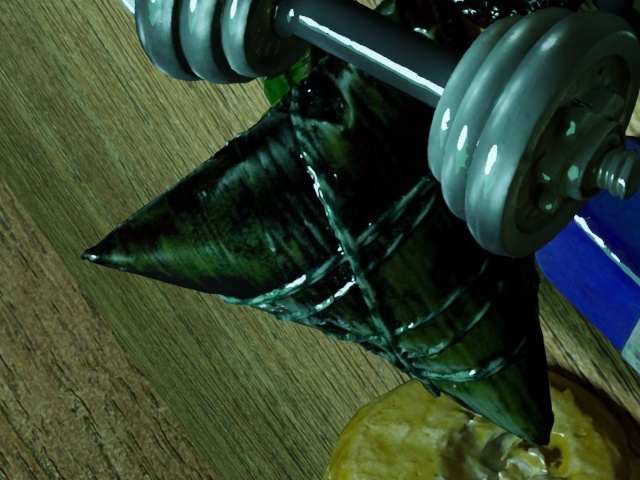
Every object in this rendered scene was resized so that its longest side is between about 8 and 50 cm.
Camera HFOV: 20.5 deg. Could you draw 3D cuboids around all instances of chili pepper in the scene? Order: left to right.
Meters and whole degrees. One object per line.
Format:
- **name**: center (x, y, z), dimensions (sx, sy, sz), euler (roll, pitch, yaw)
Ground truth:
- **chili pepper**: center (-0.037, -0.179, 1.700), dimensions (0.108, 0.062, 0.216), euler (50, 164, 23)

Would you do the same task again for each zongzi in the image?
- **zongzi**: center (0.000, 0.000, 1.503), dimensions (0.319, 0.362, 0.383), euler (58, 175, 46)

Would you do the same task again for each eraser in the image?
- **eraser**: center (0.308, 0.081, 1.324), dimensions (0.332, 0.101, 0.155), euler (46, 163, 16)

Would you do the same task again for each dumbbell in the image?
- **dumbbell**: center (0.043, -0.132, 1.213), dimensions (0.406, 0.179, 0.179), euler (31, 155, 24)

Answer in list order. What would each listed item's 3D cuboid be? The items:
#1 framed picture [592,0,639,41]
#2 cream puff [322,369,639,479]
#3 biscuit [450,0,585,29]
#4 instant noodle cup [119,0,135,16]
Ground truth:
- **framed picture**: center (0.310, -0.115, 1.070), dimensions (0.347, 0.016, 0.265), euler (43, 161, 19)
- **cream puff**: center (0.159, 0.281, 1.693), dimensions (0.231, 0.327, 0.343), euler (89, 157, -47)
- **biscuit**: center (0.114, -0.224, 1.253), dimensions (0.194, 0.053, 0.194), euler (41, 160, 18)
- **instant noodle cup**: center (-0.075, -0.262, 1.427), dimensions (0.230, 0.182, 0.230), euler (43, 161, 18)
